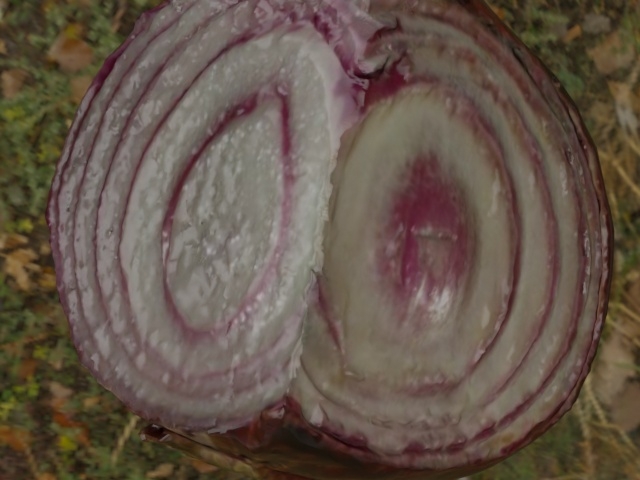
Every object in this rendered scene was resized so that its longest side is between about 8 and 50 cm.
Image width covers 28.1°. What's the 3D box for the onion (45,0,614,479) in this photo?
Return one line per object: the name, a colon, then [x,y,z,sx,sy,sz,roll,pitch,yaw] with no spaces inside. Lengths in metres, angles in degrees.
onion: [0.003,0.002,0.570,0.206,0.207,0.216,3,72,48]
